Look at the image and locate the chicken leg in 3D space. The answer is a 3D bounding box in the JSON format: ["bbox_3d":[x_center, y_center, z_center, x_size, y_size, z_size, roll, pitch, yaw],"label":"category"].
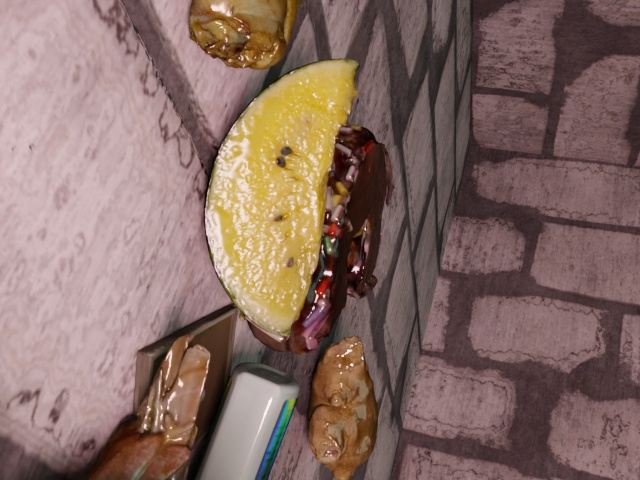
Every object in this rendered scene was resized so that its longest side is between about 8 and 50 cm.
[{"bbox_3d":[-0.063,-0.226,0.713,0.228,0.088,0.103,-58,143,-66],"label":"chicken leg"}]

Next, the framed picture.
[{"bbox_3d":[-0.142,0.162,0.767,0.203,0.015,0.150,-27,125,-71],"label":"framed picture"}]

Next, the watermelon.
[{"bbox_3d":[-0.049,-0.051,0.752,0.123,0.129,0.301,0,102,-80],"label":"watermelon"}]

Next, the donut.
[{"bbox_3d":[0.003,-0.023,0.939,0.345,0.136,0.259,-46,143,-66],"label":"donut"}]

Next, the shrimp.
[{"bbox_3d":[-0.172,0.228,0.598,0.168,0.077,0.317,33,73,-72],"label":"shrimp"}]

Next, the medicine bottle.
[{"bbox_3d":[-0.098,0.259,0.816,0.121,0.083,0.229,42,68,-83],"label":"medicine bottle"}]

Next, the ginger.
[{"bbox_3d":[0.035,0.282,1.256,0.219,0.123,0.270,-64,148,-52],"label":"ginger"}]
